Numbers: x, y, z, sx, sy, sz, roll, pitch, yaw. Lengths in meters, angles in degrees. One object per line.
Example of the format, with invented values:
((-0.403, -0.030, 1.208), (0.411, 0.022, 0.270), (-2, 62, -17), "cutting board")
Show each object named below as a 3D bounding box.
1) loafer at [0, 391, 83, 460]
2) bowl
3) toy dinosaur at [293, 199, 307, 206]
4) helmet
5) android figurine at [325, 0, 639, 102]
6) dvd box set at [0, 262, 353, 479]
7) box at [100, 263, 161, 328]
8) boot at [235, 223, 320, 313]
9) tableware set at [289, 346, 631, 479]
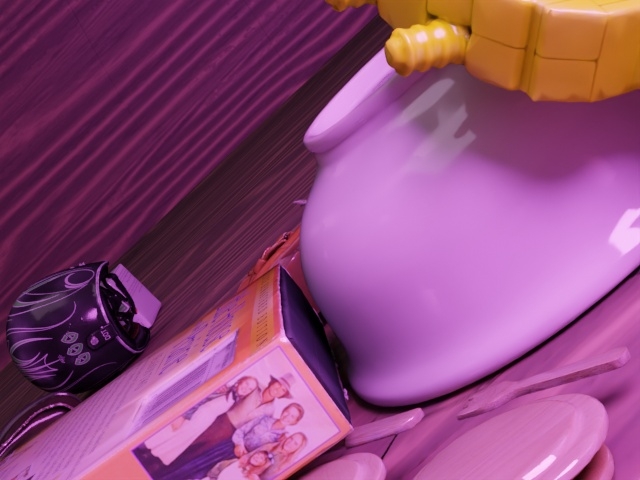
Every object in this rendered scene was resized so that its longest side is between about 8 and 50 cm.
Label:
((-0.305, 0.249, 1.030), (0.220, 0.080, 0.078), (-53, 23, -18), "loafer")
((0.086, -0.057, 0.600), (0.298, 0.134, 0.298), (-41, 12, 10), "bowl")
((0.019, -0.018, 0.993), (0.090, 0.047, 0.082), (-4, 15, 17), "toy dinosaur")
((-0.317, 0.116, 1.317), (0.161, 0.169, 0.169), (-24, 15, 10), "helmet")
((0.137, -0.134, 0.493), (0.272, 0.056, 0.248), (-18, 44, -21), "android figurine")
((-0.175, 0.170, 0.608), (0.420, 0.062, 0.307), (-35, 6, 0), "dvd box set")
((-0.293, 0.106, 1.458), (0.101, 0.087, 0.102), (-42, 12, 9), "box")
((0.000, 0.000, 0.860), (0.197, 0.073, 0.152), (-45, 7, -22), "boot")
((0.033, 0.111, 0.408), (0.194, 0.039, 0.128), (-26, 8, 41), "tableware set")
